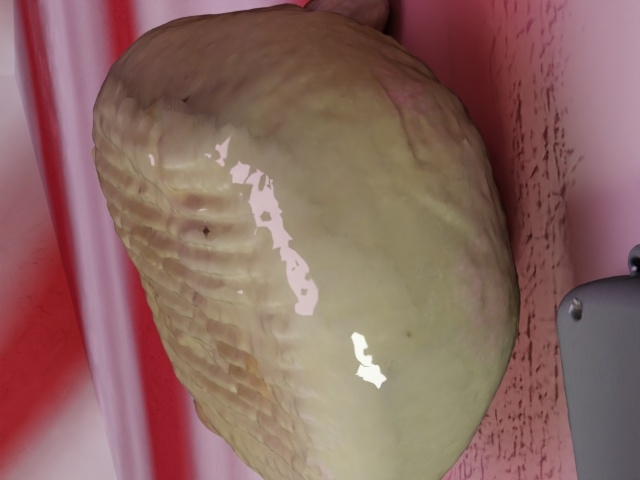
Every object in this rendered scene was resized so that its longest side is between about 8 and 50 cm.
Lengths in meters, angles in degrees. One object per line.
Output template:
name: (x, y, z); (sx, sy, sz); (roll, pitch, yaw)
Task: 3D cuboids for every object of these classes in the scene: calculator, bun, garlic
calculator: (0.174, 0.123, 0.561); (0.141, 0.045, 0.246); (178, 82, -70)
bun: (0.000, 0.000, 0.752); (0.361, 0.213, 0.361); (48, 154, 33)
garlic: (0.009, -0.152, 0.855); (0.152, 0.066, 0.084); (167, 96, -72)

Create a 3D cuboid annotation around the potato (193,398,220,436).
potato: (-0.073, 0.146, 1.168); (0.147, 0.112, 0.112); (109, 146, -41)
